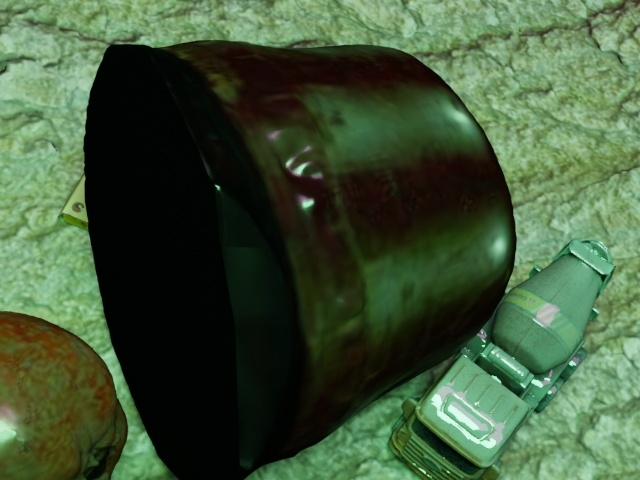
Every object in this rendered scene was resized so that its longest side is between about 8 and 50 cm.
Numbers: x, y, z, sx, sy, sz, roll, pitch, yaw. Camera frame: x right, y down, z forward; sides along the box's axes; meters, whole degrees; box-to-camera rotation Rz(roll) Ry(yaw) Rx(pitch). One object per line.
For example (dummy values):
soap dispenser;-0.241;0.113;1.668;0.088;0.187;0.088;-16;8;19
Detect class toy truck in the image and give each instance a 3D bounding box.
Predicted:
toy truck;0.179;0.110;1.031;0.108;0.140;0.256;38;59;12

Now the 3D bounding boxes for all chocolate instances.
chocolate;0.000;0.000;0.949;0.331;0.384;0.384;-10;60;-25

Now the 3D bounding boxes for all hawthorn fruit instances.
hawthorn fruit;-0.291;0.148;0.887;0.262;0.210;0.210;15;55;17

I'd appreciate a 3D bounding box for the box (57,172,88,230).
box;-0.182;-0.026;1.116;0.149;0.020;0.073;20;57;2
